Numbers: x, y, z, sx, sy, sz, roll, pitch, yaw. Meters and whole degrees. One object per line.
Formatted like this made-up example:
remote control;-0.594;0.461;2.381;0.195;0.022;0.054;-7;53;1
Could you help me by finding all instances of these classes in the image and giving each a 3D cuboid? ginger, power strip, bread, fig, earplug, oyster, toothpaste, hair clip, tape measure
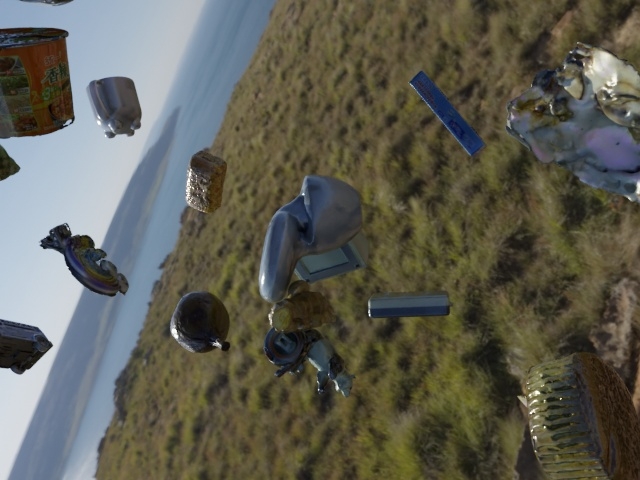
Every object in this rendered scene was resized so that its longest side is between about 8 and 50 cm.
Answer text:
ginger;-0.037;0.150;1.104;0.081;0.115;0.205;-37;3;24
power strip;0.282;0.196;1.647;0.105;0.256;0.070;-25;-68;-76
bread;-0.352;-0.173;1.619;0.211;0.113;0.083;110;-175;-50
fig;-0.359;0.263;1.581;0.191;0.190;0.290;-65;13;7
earplug;-0.038;-0.003;1.209;0.326;0.175;0.214;-50;5;3
oyster;0.466;-0.162;0.802;0.107;0.354;0.201;-40;-22;-42
toothpaste;0.351;-0.347;1.462;0.053;0.272;0.066;-41;-13;24
hair clip;-0.419;0.045;0.951;0.049;0.172;0.116;-39;13;13
bread;0.504;0.346;1.010;0.142;0.227;0.254;-32;38;37
tape measure;-0.075;0.218;1.100;0.104;0.107;0.180;-60;-10;-7

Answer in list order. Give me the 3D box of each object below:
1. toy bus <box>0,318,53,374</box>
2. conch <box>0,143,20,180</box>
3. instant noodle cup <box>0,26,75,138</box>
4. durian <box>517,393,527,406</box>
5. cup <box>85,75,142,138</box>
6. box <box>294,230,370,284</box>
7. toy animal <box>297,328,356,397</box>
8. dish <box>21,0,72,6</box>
toy bus;-0.546;0.174;0.899;0.073;0.076;0.167;-44;-23;-3
conch;-0.738;-0.192;1.111;0.124;0.181;0.188;-6;73;19
instant noodle cup;-0.611;-0.321;1.073;0.230;0.230;0.183;-106;15;-59
durian;0.562;0.366;1.211;0.224;0.078;0.141;-4;61;31
cup;-0.572;-0.375;1.491;0.173;0.134;0.142;-21;86;66
box;0.000;0.000;1.621;0.224;0.225;0.118;-18;34;25
toy animal;0.010;0.347;1.499;0.094;0.225;0.121;-54;-16;27
dish;-0.703;-0.651;1.226;0.324;0.324;0.124;-31;48;57
